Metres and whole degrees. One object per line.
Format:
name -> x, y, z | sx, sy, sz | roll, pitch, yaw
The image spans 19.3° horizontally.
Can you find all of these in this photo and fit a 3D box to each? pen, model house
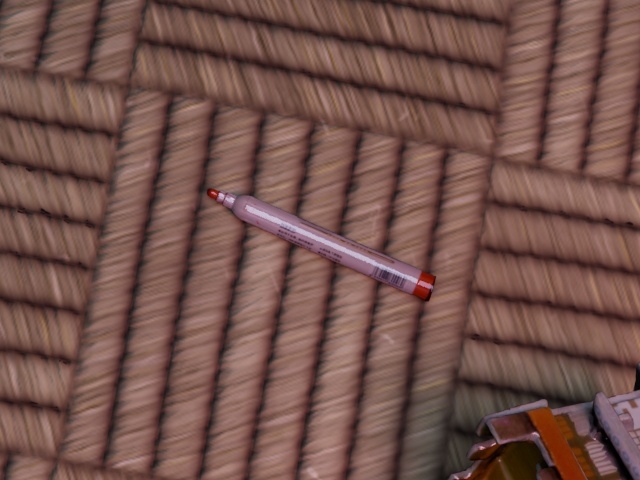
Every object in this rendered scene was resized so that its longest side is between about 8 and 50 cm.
pen -> 0.000, 0.000, 1.655 | 0.218, 0.026, 0.026 | 23, 78, 0
model house -> 0.217, 0.237, 1.499 | 0.215, 0.198, 0.224 | -7, 56, -31
